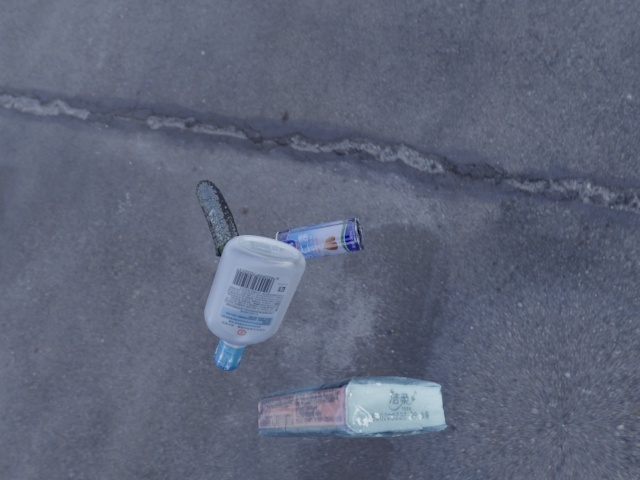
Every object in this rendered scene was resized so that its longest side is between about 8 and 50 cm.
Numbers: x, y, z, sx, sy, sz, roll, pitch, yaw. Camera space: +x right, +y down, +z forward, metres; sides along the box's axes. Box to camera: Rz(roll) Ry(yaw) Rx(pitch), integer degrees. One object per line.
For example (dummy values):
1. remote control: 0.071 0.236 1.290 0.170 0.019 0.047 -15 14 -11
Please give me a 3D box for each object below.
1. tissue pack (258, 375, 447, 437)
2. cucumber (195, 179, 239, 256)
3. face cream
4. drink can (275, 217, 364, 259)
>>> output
1. tissue pack: 0.049 0.324 1.084 0.316 0.228 0.103 -28 61 52
2. cucumber: -0.218 -0.053 1.218 0.067 0.067 0.245 -37 44 8
3. face cream: -0.152 0.141 1.162 0.080 0.163 0.336 -96 24 -51
4. drink can: 0.000 0.000 1.588 0.235 0.097 0.097 -10 69 11
